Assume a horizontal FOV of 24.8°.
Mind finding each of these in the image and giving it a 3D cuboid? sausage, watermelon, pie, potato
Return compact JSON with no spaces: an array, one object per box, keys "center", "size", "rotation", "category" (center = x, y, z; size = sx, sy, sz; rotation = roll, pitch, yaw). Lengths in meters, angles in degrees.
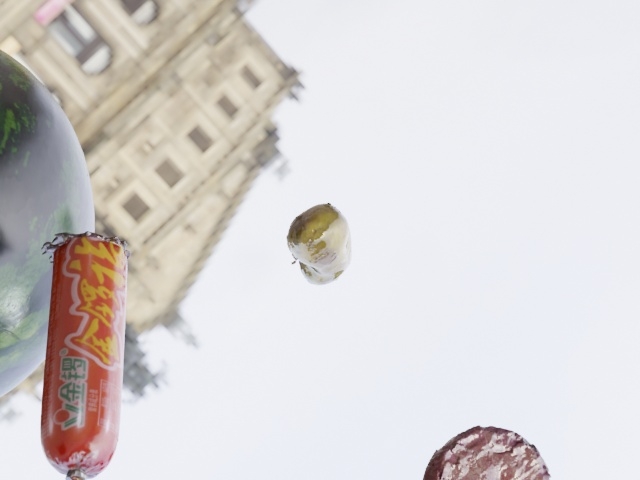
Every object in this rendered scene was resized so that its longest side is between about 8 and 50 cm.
[{"center":[-0.125,0.066,0.759],"size":[0.048,0.050,0.145],"rotation":[-19,-127,25],"category":"sausage"},{"center":[-0.271,-0.016,0.904],"size":[0.269,0.269,0.269],"rotation":[-36,-160,15],"category":"watermelon"},{"center":[0.174,0.266,1.506],"size":[0.154,0.154,0.036],"rotation":[-48,-171,-16],"category":"pie"},{"center":[0.000,0.000,1.001],"size":[0.045,0.092,0.047],"rotation":[-16,-113,4],"category":"potato"}]
